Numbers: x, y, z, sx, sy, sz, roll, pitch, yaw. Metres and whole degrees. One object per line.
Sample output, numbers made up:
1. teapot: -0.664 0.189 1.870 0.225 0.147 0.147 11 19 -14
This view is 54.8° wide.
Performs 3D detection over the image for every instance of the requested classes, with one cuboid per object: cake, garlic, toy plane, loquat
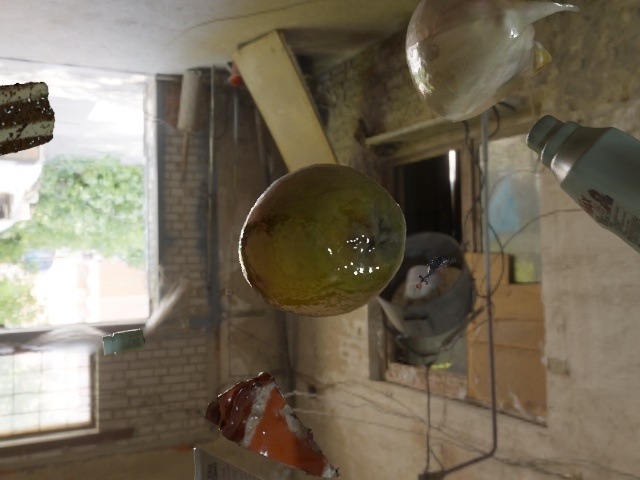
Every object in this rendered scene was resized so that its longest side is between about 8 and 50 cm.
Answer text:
1. cake: -0.063 0.344 1.126 0.287 0.135 0.098 39 156 -23
2. garlic: 0.174 -0.207 0.668 0.164 0.146 0.245 -5 -174 14
3. toy plane: 0.333 0.089 1.819 0.037 0.145 0.060 48 -177 33
4. loquat: 0.000 0.000 1.083 0.276 0.276 0.283 1 174 -38
5. cake: -0.522 -0.170 0.922 0.246 0.112 0.135 -8 -154 -25

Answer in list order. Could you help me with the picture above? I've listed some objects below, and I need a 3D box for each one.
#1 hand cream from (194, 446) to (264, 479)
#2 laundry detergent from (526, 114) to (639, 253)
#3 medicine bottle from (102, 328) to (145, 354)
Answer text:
1. hand cream: -0.098 0.534 1.185 0.358 0.118 0.185 36 -171 -18
2. laundry detergent: 0.497 -0.062 0.963 0.398 0.125 0.264 44 180 32
3. medicine bottle: -0.422 0.219 1.325 0.083 0.047 0.047 -7 180 -22
